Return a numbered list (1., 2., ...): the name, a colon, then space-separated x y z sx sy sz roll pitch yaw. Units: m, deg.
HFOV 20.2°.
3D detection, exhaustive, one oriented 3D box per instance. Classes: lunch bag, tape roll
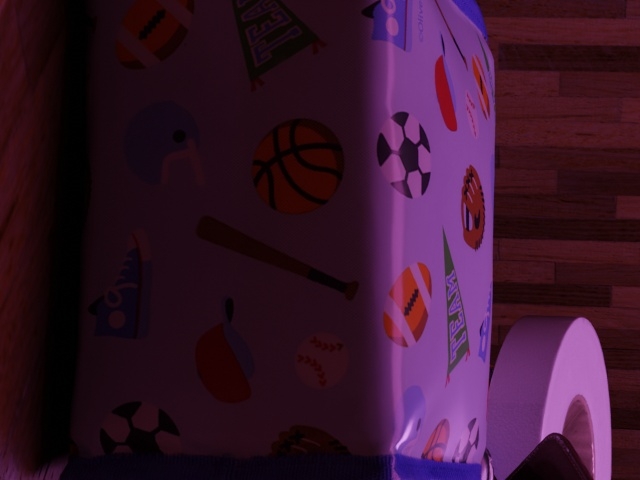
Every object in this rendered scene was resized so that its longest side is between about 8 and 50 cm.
1. lunch bag: 0.000 0.000 1.125 0.385 0.239 0.327 18 73 -69
2. tape roll: 0.261 0.279 2.046 0.392 0.072 0.392 2 90 -70

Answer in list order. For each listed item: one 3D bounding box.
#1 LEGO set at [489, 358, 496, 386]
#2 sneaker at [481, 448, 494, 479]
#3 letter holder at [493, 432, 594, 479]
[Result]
1. LEGO set: 0.090 0.253 2.101 0.331 0.192 0.255 -60 148 -4
2. sneaker: 0.040 0.277 1.582 0.283 0.107 0.124 -52 150 4
3. letter holder: 0.182 0.351 1.640 0.214 0.152 0.301 -54 -130 42
